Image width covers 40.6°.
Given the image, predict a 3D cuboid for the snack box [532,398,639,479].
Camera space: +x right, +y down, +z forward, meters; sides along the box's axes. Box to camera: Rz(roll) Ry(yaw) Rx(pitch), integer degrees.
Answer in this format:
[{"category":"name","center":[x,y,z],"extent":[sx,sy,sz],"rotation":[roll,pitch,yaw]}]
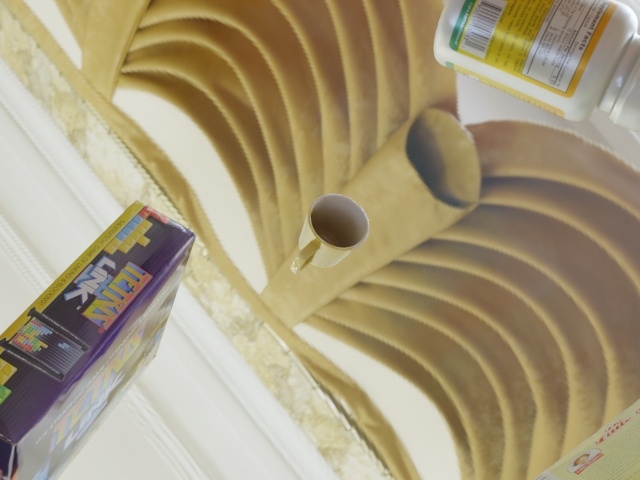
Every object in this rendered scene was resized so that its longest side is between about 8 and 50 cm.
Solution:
[{"category":"snack box","center":[0.320,0.251,0.902],"extent":[0.322,0.187,0.060],"rotation":[-36,-90,-4]}]

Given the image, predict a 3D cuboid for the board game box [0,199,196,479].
[{"category":"board game box","center":[-0.147,0.078,0.510],"extent":[0.048,0.141,0.170],"rotation":[32,-133,3]}]

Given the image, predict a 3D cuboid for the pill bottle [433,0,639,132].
[{"category":"pill bottle","center":[0.224,-0.184,0.824],"extent":[0.208,0.117,0.117],"rotation":[27,-129,15]}]

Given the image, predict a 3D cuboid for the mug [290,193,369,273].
[{"category":"mug","center":[0.001,-0.003,0.857],"extent":[0.078,0.064,0.062],"rotation":[-8,-114,-25]}]
